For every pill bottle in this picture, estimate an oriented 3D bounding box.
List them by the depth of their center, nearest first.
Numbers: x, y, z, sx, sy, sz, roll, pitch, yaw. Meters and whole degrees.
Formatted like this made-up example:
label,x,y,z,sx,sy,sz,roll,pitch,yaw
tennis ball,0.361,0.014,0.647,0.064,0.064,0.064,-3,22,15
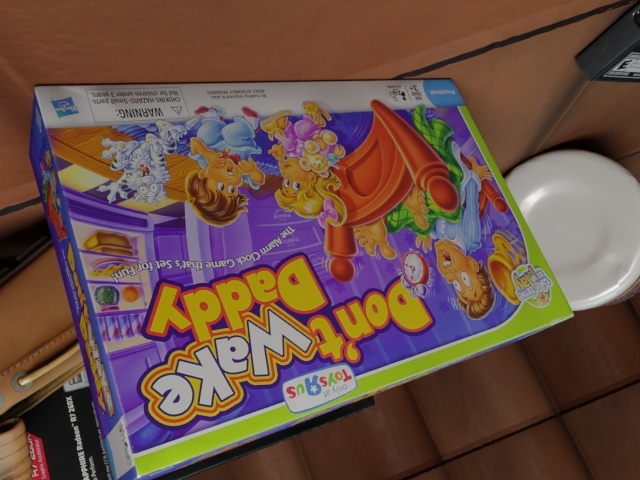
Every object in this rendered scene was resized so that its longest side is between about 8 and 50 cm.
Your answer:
label,x,y,z,sx,sy,sz,roll,pitch,yaw
pill bottle,0.425,-0.002,0.951,0.224,0.224,0.392,-31,160,27

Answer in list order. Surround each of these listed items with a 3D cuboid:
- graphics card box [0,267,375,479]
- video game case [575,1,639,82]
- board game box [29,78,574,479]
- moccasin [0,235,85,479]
label,x,y,z,sx,sy,sz,roll,pitch,yaw
graphics card box,-0.140,0.120,0.617,0.371,0.232,0.094,-11,165,-32
video game case,0.422,-0.241,0.559,0.275,0.035,0.248,-9,159,-33
board game box,0.000,0.000,0.434,0.347,0.233,0.078,-11,160,-32
moccasin,-0.247,0.137,0.411,0.139,0.147,0.380,-37,-169,44
